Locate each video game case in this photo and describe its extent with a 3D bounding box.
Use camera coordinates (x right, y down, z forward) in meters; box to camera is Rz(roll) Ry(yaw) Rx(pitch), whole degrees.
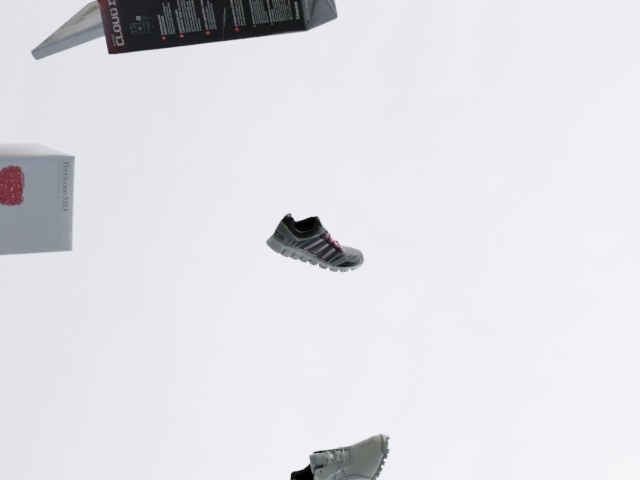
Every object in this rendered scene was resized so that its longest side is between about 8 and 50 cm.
[{"bbox_3d":[-0.358,-0.362,2.122,0.190,0.022,0.173,-11,-150,38],"label":"video game case"}]

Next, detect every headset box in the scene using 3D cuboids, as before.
[{"bbox_3d":[-0.146,-0.342,1.524,0.110,0.293,0.218,-39,122,-63],"label":"headset box"}]

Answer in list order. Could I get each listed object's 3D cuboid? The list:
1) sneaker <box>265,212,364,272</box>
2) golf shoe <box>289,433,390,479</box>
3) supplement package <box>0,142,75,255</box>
[{"bbox_3d":[0.000,0.000,2.141,0.063,0.170,0.075,-114,-138,-65],"label":"sneaker"},{"bbox_3d":[0.027,0.329,1.896,0.176,0.086,0.069,-44,-150,32],"label":"golf shoe"},{"bbox_3d":[-0.593,-0.073,2.255,0.175,0.292,0.178,18,-72,54],"label":"supplement package"}]
